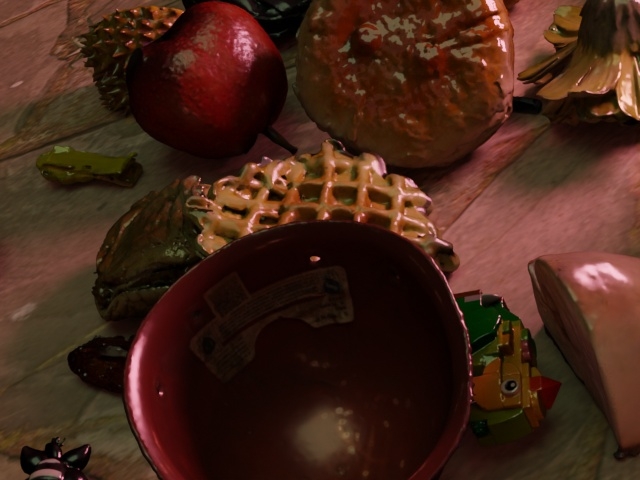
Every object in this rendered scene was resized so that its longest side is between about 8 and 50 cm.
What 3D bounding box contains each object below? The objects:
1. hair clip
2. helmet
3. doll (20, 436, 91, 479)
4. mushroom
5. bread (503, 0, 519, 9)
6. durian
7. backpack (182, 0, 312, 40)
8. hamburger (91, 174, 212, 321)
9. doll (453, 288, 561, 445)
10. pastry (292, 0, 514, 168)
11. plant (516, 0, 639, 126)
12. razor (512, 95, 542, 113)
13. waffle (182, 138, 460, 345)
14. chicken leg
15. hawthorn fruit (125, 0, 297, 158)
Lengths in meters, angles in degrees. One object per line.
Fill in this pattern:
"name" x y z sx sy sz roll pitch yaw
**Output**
"hair clip" -0.351 -0.114 1.868 0.173 0.046 0.072 3 43 23
"helmet" 0.001 0.185 1.262 0.337 0.230 0.385 -28 49 -8
"doll" -0.302 0.315 1.368 0.091 0.067 0.219 -7 48 10
"mushroom" 0.325 0.067 1.303 0.162 0.173 0.236 -21 40 -4
"bread" 0.160 -0.399 1.861 0.252 0.196 0.238 -43 45 -20
"durian" -0.263 -0.292 1.953 0.260 0.186 0.154 -20 33 21
"backpack" -0.100 -0.409 2.038 0.258 0.133 0.206 28 63 33
"hamburger" -0.199 0.024 1.618 0.206 0.130 0.183 -21 36 28
"doll" 0.173 0.139 1.334 0.134 0.106 0.186 -31 42 -3
"pastry" 0.113 -0.247 1.674 0.330 0.136 0.329 -1 86 16
"plant" 0.430 -0.283 1.635 0.261 0.297 0.306 21 31 0
"razor" 0.221 -0.201 1.747 0.190 0.033 0.066 12 50 25
"waffle" 0.000 0.000 1.526 0.317 0.073 0.297 -28 55 -28
"chicken leg" -0.223 0.150 1.532 0.205 0.053 0.093 12 36 27
"hawthorn fruit" -0.141 -0.211 1.781 0.266 0.210 0.230 39 57 9
